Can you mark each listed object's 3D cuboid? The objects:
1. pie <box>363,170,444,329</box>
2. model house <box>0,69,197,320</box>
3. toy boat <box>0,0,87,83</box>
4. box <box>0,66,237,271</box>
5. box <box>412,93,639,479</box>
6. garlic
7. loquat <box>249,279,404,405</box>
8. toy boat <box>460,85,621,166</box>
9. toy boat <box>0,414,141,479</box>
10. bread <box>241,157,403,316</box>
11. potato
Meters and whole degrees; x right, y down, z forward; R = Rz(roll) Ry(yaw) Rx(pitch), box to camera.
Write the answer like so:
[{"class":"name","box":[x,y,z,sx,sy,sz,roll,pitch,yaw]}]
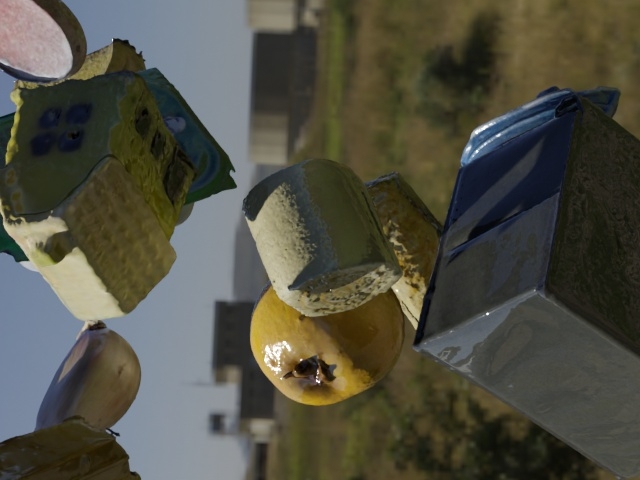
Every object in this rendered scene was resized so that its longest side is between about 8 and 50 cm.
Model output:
[{"class":"pie","box":[0.142,0.035,2.070,0.282,0.129,0.068,56,178,-9]},{"class":"model house","box":[-0.260,-0.038,1.539,0.193,0.175,0.234,66,-150,-48]},{"class":"toy boat","box":[-0.445,-0.328,2.087,0.155,0.227,0.085,-46,16,34]},{"class":"box","box":[-0.303,-0.072,1.829,0.264,0.337,0.106,53,152,35]},{"class":"box","box":[0.301,0.062,1.494,0.204,0.345,0.251,-27,37,47]},{"class":"garlic","box":[-0.341,0.228,1.968,0.266,0.128,0.148,-55,1,-36]},{"class":"loquat","box":[0.009,0.119,1.883,0.208,0.208,0.208,-177,90,-89]},{"class":"toy boat","box":[0.348,-0.174,2.266,0.129,0.309,0.142,43,-137,-27]},{"class":"toy boat","box":[-0.294,0.261,1.381,0.310,0.089,0.115,-19,-54,-55]},{"class":"bread","box":[0.000,0.000,1.547,0.148,0.134,0.141,13,-132,-54]},{"class":"potato","box":[-0.392,-0.243,2.387,0.138,0.243,0.098,31,-129,-51]}]
